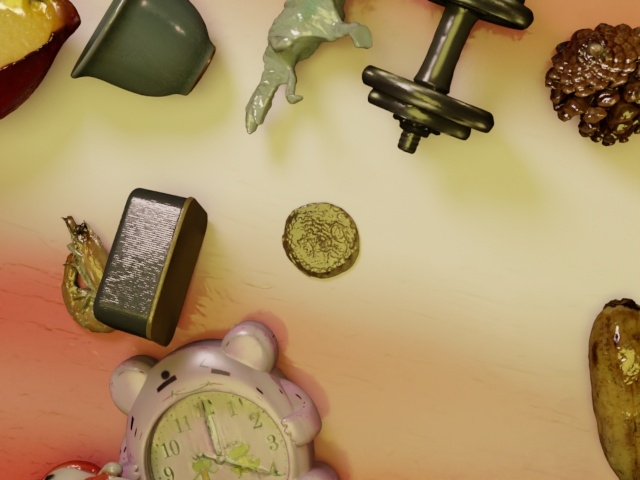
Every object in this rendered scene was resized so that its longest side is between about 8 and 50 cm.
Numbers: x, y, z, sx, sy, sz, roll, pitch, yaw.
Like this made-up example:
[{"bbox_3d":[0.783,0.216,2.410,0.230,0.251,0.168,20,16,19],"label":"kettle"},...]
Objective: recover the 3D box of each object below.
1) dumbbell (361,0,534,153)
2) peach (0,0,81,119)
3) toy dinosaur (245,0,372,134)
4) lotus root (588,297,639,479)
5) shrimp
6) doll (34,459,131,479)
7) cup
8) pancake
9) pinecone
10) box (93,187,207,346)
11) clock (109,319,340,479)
[{"bbox_3d":[0.165,-0.250,1.719,0.192,0.192,0.289,22,97,4],"label":"dumbbell"},{"bbox_3d":[-0.506,-0.269,1.799,0.362,0.201,0.257,-1,64,-6],"label":"peach"},{"bbox_3d":[0.015,-0.318,1.751,0.092,0.205,0.392,29,79,-22],"label":"toy dinosaur"},{"bbox_3d":[0.423,0.206,1.782,0.110,0.097,0.258,-8,98,4],"label":"lotus root"},{"bbox_3d":[-0.334,0.049,1.888,0.099,0.041,0.180,-19,94,23],"label":"shrimp"},{"bbox_3d":[-0.347,0.387,1.834,0.130,0.290,0.161,20,64,-32],"label":"doll"},{"bbox_3d":[-0.224,-0.269,1.785,0.150,0.199,0.199,31,98,-15],"label":"cup"},{"bbox_3d":[0.000,0.000,1.851,0.115,0.011,0.114,1,95,7],"label":"pancake"},{"bbox_3d":[0.380,-0.201,1.723,0.174,0.173,0.173,1,95,7],"label":"pinecone"},{"bbox_3d":[-0.232,0.035,1.801,0.090,0.144,0.201,14,82,9],"label":"box"},{"bbox_3d":[-0.140,0.293,1.845,0.296,0.113,0.322,-18,92,8],"label":"clock"}]
